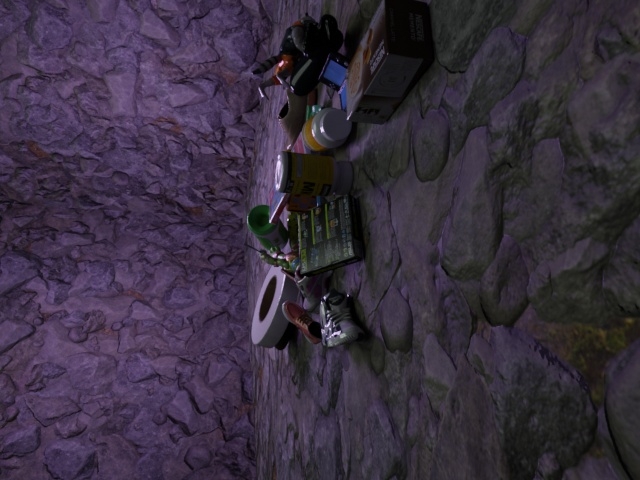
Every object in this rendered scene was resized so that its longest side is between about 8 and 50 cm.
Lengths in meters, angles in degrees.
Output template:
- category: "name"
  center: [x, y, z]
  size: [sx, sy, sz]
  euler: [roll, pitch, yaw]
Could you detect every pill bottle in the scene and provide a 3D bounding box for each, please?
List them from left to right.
- category: "pill bottle"
  center: [-0.019, -0.188, 1.345]
  size: [0.119, 0.208, 0.119]
  euler: [-177, 90, -75]
- category: "pill bottle"
  center: [0.021, -0.332, 1.400]
  size: [0.208, 0.117, 0.118]
  euler: [-164, 77, -74]

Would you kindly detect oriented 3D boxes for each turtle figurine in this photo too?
- category: "turtle figurine"
  center: [-0.126, 0.016, 1.738]
  size: [0.198, 0.274, 0.266]
  euler: [-53, 10, -5]

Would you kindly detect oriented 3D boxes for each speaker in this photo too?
- category: "speaker"
  center: [-0.203, -0.044, 1.849]
  size: [0.296, 0.131, 0.131]
  euler: [71, -163, -75]

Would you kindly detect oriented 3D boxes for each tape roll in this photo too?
- category: "tape roll"
  center: [-0.189, 0.253, 1.952]
  size: [0.392, 0.071, 0.393]
  euler: [-160, 90, -74]

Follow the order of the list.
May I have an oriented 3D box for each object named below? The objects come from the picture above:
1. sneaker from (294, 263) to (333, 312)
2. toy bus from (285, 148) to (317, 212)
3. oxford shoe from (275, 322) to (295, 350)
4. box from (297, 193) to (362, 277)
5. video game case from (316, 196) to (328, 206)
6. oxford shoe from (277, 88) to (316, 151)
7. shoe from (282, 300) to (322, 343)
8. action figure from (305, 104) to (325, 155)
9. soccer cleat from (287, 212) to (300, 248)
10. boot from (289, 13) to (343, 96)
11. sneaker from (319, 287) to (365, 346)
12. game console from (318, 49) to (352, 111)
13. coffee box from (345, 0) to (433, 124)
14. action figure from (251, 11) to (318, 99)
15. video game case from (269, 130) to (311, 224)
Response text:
- category: "sneaker"
  center: [-0.034, 0.129, 1.523]
  size: [0.103, 0.111, 0.253]
  euler: [-110, 27, -55]
- category: "toy bus"
  center: [-0.091, -0.240, 1.802]
  size: [0.333, 0.108, 0.130]
  euler: [-102, 22, -44]
- category: "oxford shoe"
  center: [-0.157, 0.396, 1.981]
  size: [0.096, 0.082, 0.227]
  euler: [-110, 27, -50]
- category: "box"
  center: [0.022, -0.012, 1.290]
  size: [0.184, 0.045, 0.191]
  euler: [-22, 60, 33]
- category: "video game case"
  center: [0.021, -0.046, 1.412]
  size: [0.119, 0.015, 0.167]
  euler: [43, -141, -58]
- category: "oxford shoe"
  center: [-0.118, -0.483, 1.902]
  size: [0.348, 0.130, 0.123]
  euler: [112, 156, -49]
- category: "shoe"
  center: [-0.051, 0.263, 1.531]
  size: [0.178, 0.063, 0.081]
  euler: [50, 153, 1]
- category: "action figure"
  center: [-0.028, -0.365, 1.683]
  size: [0.137, 0.063, 0.233]
  euler: [-140, 58, -69]
- category: "soccer cleat"
  center: [-0.110, -0.042, 1.940]
  size: [0.072, 0.060, 0.179]
  euler: [126, 144, -81]
- category: "boot"
  center: [-0.028, -0.553, 1.410]
  size: [0.246, 0.094, 0.207]
  euler: [-49, 1, 17]
- category: "sneaker"
  center: [0.049, 0.199, 1.241]
  size: [0.235, 0.093, 0.153]
  euler: [117, 145, -78]
- category: "game console"
  center: [0.051, -0.464, 1.384]
  size: [0.085, 0.124, 0.144]
  euler: [-64, 7, -22]
- category: "coffee box"
  center: [0.138, -0.377, 1.013]
  size: [0.246, 0.098, 0.141]
  euler: [135, 135, -68]
- category: "action figure"
  center: [-0.097, -0.709, 1.730]
  size: [0.330, 0.178, 0.341]
  euler: [-64, 15, -14]
- category: "video game case"
  center: [-0.112, -0.220, 1.635]
  size: [0.285, 0.025, 0.204]
  euler: [-59, 22, 27]
